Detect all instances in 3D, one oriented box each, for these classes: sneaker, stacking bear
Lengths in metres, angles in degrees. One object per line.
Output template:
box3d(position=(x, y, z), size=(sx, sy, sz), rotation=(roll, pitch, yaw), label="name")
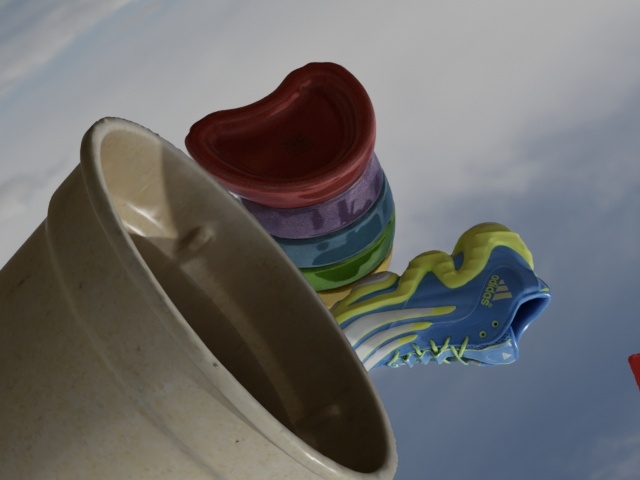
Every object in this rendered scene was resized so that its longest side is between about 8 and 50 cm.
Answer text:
box3d(position=(0.108, 0.077, 1.314), size=(0.240, 0.091, 0.126), rotation=(-34, -130, -12), label="sneaker")
box3d(position=(0.000, 0.000, 1.416), size=(0.175, 0.289, 0.164), rotation=(-29, -134, -15), label="stacking bear")

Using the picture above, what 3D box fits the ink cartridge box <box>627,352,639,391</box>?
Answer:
box3d(position=(0.387, 0.180, 1.227), size=(0.181, 0.224, 0.056), rotation=(-21, -178, 13), label="ink cartridge box")

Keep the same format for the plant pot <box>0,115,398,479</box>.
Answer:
box3d(position=(-0.165, 0.130, 1.067), size=(0.305, 0.334, 0.334), rotation=(-38, -165, 12), label="plant pot")
